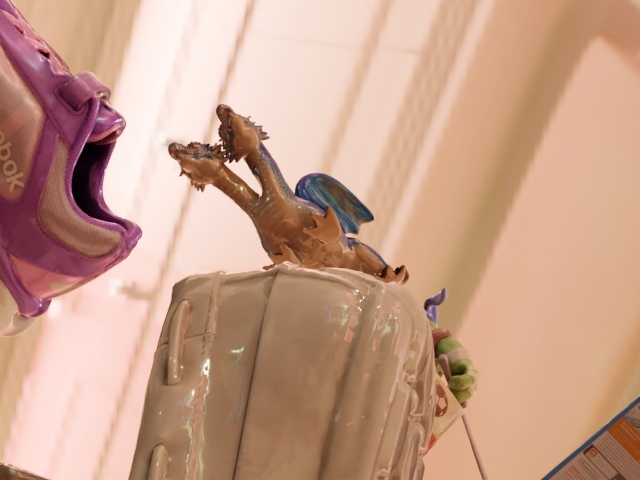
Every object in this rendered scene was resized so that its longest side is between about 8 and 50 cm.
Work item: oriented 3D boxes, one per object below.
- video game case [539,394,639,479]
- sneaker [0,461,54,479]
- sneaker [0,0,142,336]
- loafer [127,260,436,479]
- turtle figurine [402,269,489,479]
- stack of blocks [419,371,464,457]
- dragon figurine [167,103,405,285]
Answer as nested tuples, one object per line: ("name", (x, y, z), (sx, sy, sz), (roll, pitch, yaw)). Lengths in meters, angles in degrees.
("video game case", (0.233, 0.163, 1.142), (0.119, 0.166, 0.015), (47, -7, 30))
("sneaker", (-0.258, 0.257, 1.423), (0.227, 0.087, 0.130), (103, 8, -68))
("sneaker", (-0.158, -0.074, 0.901), (0.095, 0.104, 0.236), (-13, 86, -76))
("loafer", (-0.048, 0.144, 0.547), (0.112, 0.111, 0.319), (81, 23, -50))
("turtle figurine", (0.042, 0.148, 1.656), (0.198, 0.266, 0.275), (12, -100, 47))
("stack of blocks", (-0.063, 0.178, 1.165), (0.297, 0.171, 0.087), (-36, -88, 39))
("dragon figurine", (0.000, 0.000, 1.422), (0.085, 0.289, 0.144), (-45, -147, 11))
